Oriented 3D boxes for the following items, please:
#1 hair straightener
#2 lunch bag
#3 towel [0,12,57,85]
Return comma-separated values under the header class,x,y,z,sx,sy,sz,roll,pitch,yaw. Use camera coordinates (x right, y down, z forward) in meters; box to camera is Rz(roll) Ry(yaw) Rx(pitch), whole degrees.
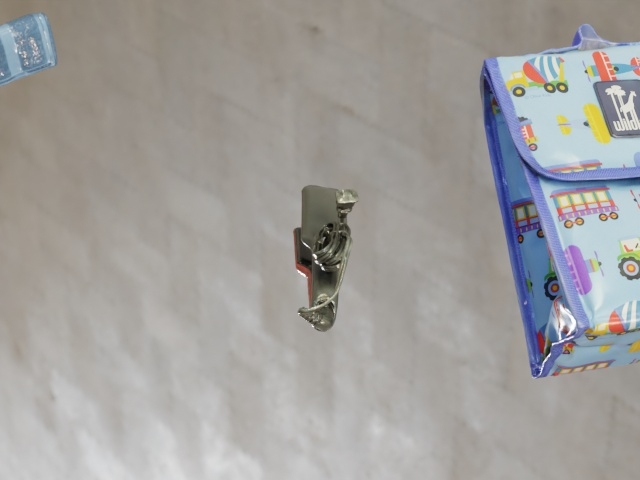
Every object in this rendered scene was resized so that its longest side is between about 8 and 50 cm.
class,x,y,z,sx,sy,sz,roll,pitch,yaw
hair straightener,0.000,0.000,1.337,0.230,0.047,0.089,-80,2,-68
lunch bag,0.267,-0.051,1.442,0.138,0.221,0.293,112,147,-66
towel,-0.345,-0.201,1.810,0.029,0.119,0.067,37,143,48
